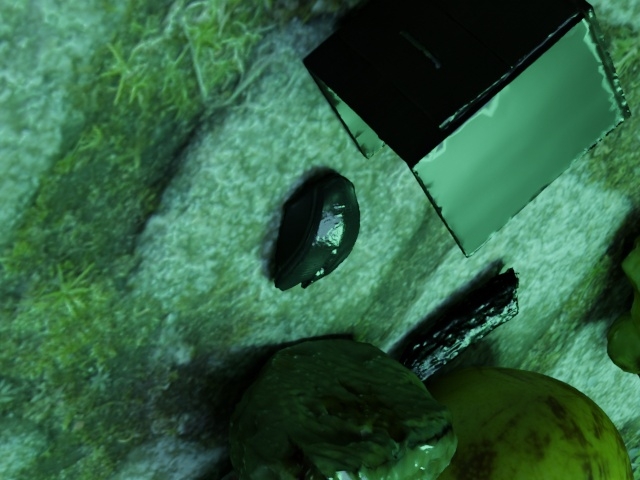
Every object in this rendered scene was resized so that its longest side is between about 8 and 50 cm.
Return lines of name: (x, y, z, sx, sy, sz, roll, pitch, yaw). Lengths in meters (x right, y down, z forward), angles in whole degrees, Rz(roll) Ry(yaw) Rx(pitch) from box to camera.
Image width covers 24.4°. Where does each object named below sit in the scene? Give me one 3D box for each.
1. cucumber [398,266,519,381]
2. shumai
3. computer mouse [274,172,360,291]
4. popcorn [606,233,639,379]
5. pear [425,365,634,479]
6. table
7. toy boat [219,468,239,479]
cucumber: (0.149, 0.098, 1.613, 0.181, 0.053, 0.053, -36, 143, -7)
shumai: (0.007, 0.236, 1.481, 0.256, 0.189, 0.218, -13, 126, -43)
computer mouse: (0.000, 0.000, 1.380, 0.079, 0.047, 0.135, -6, 131, -38)
popcorn: (0.467, 0.085, 1.766, 0.225, 0.276, 0.276, -47, 159, -54)
pear: (0.204, 0.270, 1.651, 0.281, 0.281, 0.280, -25, 139, -23)
table: (0.124, -0.133, 1.264, 0.193, 0.169, 0.172, -41, 143, -2)
toy boat: (-0.071, 0.282, 1.582, 0.208, 0.079, 0.134, -36, 142, -28)
